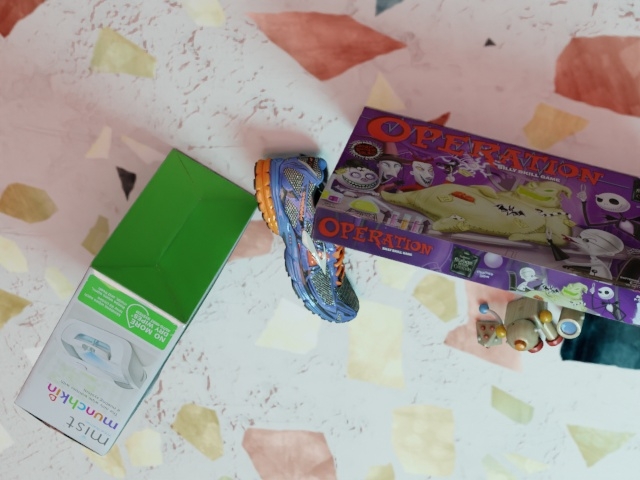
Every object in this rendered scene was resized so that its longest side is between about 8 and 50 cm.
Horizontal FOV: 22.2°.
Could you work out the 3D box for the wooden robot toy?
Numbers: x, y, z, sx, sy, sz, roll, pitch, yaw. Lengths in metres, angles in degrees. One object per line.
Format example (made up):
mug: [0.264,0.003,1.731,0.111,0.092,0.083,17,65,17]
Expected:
wooden robot toy: [0.240,0.101,1.820,0.173,0.079,0.076,-23,113,29]

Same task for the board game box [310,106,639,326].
board game box: [0.183,-0.030,1.676,0.347,0.208,0.056,15,122,7]

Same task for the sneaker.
sneaker: [0.000,0.000,1.832,0.087,0.083,0.221,-16,119,17]

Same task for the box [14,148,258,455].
box: [-0.200,0.069,1.825,0.127,0.262,0.231,32,126,-3]
